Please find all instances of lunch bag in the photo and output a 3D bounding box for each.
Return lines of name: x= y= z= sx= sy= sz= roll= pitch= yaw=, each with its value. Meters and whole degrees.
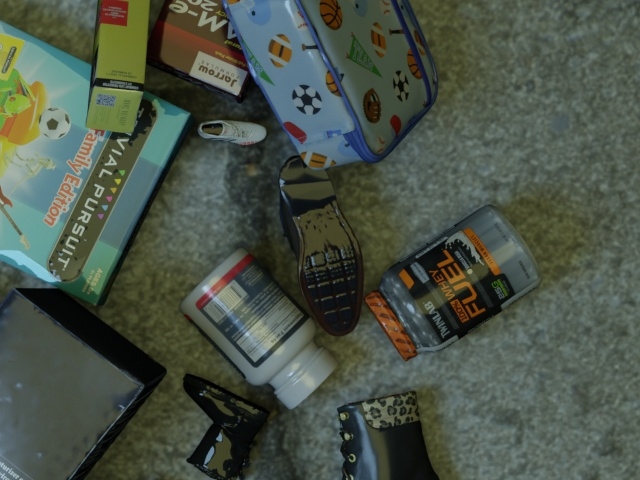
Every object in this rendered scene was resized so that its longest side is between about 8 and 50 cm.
lunch bag: x=0.018 y=-0.248 z=1.611 sx=0.115 sy=0.243 sz=0.303 roll=-7 pitch=115 yaw=36

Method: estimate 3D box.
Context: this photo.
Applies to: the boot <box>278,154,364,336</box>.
boot: x=0.000 y=0.000 z=1.701 sx=0.082 sy=0.106 sz=0.219 roll=-14 pitch=101 yaw=-4

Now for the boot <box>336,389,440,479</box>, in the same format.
boot: x=0.029 y=0.284 z=1.693 sx=0.237 sy=0.085 sz=0.178 roll=-13 pitch=87 yaw=-8

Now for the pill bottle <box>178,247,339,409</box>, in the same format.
pill bottle: x=-0.069 y=0.106 z=1.682 sx=0.108 sy=0.108 sz=0.180 roll=-43 pitch=90 yaw=-2

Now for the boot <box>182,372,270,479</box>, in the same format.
boot: x=-0.128 y=0.226 z=1.711 sx=0.121 sy=0.045 sz=0.099 roll=28 pitch=91 yaw=-2

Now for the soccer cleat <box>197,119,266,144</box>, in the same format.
soccer cleat: x=-0.106 y=-0.131 z=1.722 sx=0.083 sy=0.035 sz=0.029 roll=5 pitch=88 yaw=-1

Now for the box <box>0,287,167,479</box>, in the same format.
box: x=-0.334 y=0.213 z=1.581 sx=0.183 sy=0.296 sz=0.294 roll=38 pitch=87 yaw=0

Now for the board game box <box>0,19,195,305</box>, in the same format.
board game box: x=-0.355 y=-0.109 z=1.694 sx=0.336 sy=0.079 sz=0.253 roll=26 pitch=88 yaw=0

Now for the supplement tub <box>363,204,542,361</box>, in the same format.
supplement tub: x=0.153 y=0.053 z=1.684 sx=0.190 sy=0.117 sz=0.117 roll=-34 pitch=90 yaw=-2

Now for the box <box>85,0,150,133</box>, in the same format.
box: x=-0.229 y=-0.242 z=1.645 sx=0.058 sy=0.087 sz=0.232 roll=8 pitch=60 yaw=-12

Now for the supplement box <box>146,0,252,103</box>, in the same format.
supplement box: x=-0.107 y=-0.299 z=1.708 sx=0.130 sy=0.073 sz=0.239 roll=22 pitch=89 yaw=-2
